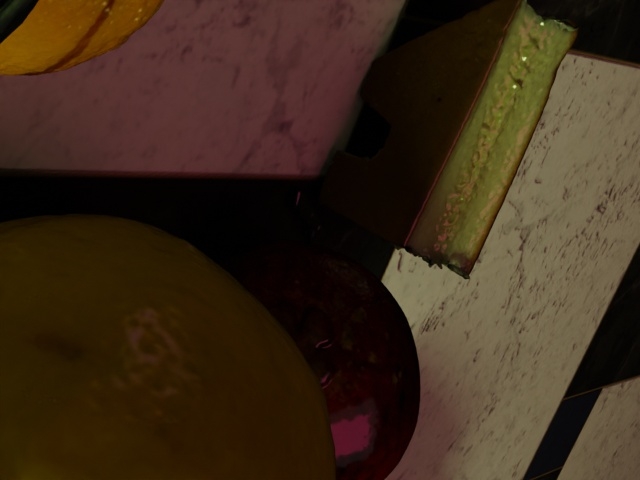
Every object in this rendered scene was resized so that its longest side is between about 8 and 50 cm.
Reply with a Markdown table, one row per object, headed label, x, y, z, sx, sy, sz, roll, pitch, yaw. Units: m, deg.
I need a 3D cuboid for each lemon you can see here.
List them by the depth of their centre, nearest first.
| label | x | y | z | sx | sy | sz | roll | pitch | yaw |
| --- | --- | --- | --- | --- | --- | --- | --- | --- | --- |
| lemon | -0.150 | 0.147 | 0.714 | 0.348 | 0.348 | 0.348 | -36 | 143 | -32 |

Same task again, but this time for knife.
| label | x | y | z | sx | sy | sz | roll | pitch | yaw |
| --- | --- | --- | --- | --- | --- | --- | --- | --- | --- |
| knife | 0.000 | 0.000 | 1.102 | 0.023 | 0.010 | 0.170 | -51 | 151 | -12 |

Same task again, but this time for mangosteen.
| label | x | y | z | sx | sy | sz | roll | pitch | yaw |
| --- | --- | --- | --- | --- | --- | --- | --- | --- | --- |
| mangosteen | -0.035 | 0.117 | 0.983 | 0.215 | 0.215 | 0.257 | -43 | 170 | -23 |

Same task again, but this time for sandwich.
| label | x | y | z | sx | sy | sz | roll | pitch | yaw |
| --- | --- | --- | --- | --- | --- | --- | --- | --- | --- |
| sandwich | 0.107 | -0.099 | 1.054 | 0.122 | 0.128 | 0.235 | 10 | 109 | -54 |

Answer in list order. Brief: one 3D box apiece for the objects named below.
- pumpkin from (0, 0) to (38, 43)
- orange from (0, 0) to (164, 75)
| label | x | y | z | sx | sy | sz | roll | pitch | yaw |
| --- | --- | --- | --- | --- | --- | --- | --- | --- | --- |
| pumpkin | -0.226 | -0.127 | 0.366 | 0.296 | 0.296 | 0.296 | -36 | 143 | -32 |
| orange | -0.142 | -0.170 | 0.592 | 0.193 | 0.161 | 0.193 | -31 | 140 | -30 |
